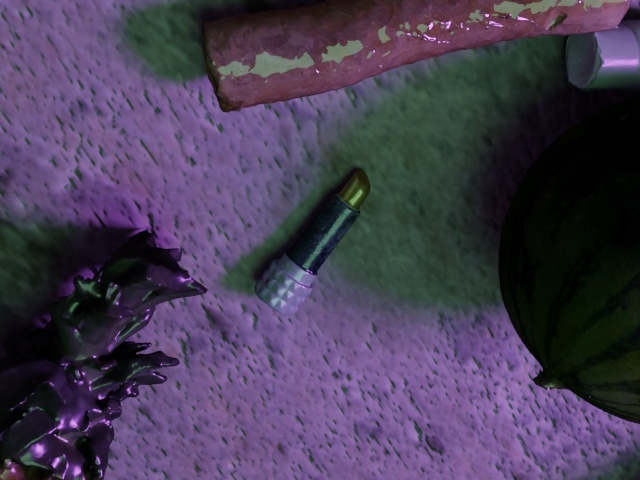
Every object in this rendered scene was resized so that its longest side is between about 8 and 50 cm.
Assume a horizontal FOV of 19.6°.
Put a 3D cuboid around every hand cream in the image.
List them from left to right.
[{"bbox_3d":[0.273,-0.133,1.327,0.205,0.050,0.078,-2,121,-24],"label":"hand cream"}]

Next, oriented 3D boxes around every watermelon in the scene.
[{"bbox_3d":[0.246,0.014,1.300,0.242,0.242,0.242,-10,126,-14],"label":"watermelon"}]

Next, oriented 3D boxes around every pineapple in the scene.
[{"bbox_3d":[-0.189,0.128,1.274,0.310,0.141,0.170,-56,160,16],"label":"pineapple"}]

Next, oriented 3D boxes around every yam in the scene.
[{"bbox_3d":[0.066,-0.145,1.231,0.300,0.066,0.066,-14,127,-10],"label":"yam"}]

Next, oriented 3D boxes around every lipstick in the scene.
[{"bbox_3d":[0.000,0.000,1.326,0.037,0.037,0.116,29,106,-34],"label":"lipstick"}]
